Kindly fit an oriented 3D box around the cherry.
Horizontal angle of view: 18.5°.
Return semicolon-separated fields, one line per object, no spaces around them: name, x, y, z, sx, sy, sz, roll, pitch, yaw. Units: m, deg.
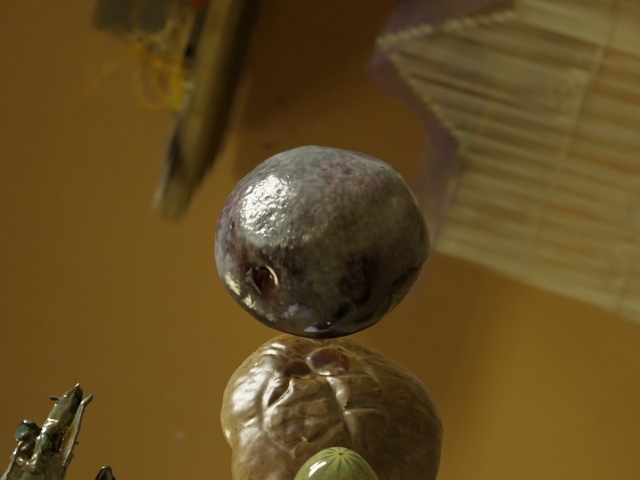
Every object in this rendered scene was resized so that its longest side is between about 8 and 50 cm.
cherry;-0.006;0.002;1.754;0.195;0.195;0.195;17;-90;-87

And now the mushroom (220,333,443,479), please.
mushroom;0.009;0.220;2.231;0.146;0.278;0.278;109;180;-51

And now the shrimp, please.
shrimp;-0.286;0.320;2.059;0.247;0.085;0.360;3;-76;-57

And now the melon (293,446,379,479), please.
melon;0.014;0.263;1.910;0.098;0.098;0.131;-67;-22;-67
